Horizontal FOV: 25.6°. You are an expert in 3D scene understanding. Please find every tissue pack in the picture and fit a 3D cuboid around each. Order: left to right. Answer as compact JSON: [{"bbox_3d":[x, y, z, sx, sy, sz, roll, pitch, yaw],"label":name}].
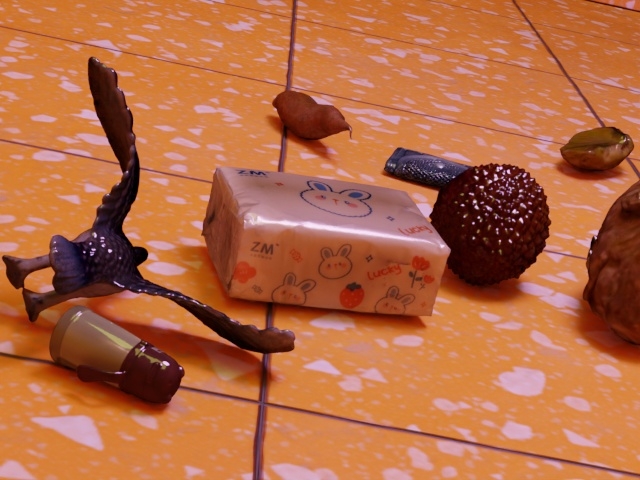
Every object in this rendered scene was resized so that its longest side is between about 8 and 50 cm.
[{"bbox_3d":[0.000,0.000,1.288,0.196,0.092,0.148,5,21,-18],"label":"tissue pack"}]

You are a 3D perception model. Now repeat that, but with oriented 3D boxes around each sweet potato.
[{"bbox_3d":[-0.008,-0.151,1.747,0.056,0.056,0.195,0,15,-32],"label":"sweet potato"}]

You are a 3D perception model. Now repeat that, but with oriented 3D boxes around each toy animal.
[{"bbox_3d":[-0.175,0.004,1.132,0.160,0.273,0.197,-22,-1,-32],"label":"toy animal"}]

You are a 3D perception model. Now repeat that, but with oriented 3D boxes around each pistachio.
[{"bbox_3d":[0.382,-0.119,1.922,0.089,0.049,0.173,-6,13,25],"label":"pistachio"}]

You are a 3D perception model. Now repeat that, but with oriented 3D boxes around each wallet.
[{"bbox_3d":[0.146,-0.085,1.711,0.129,0.026,0.088,15,19,8],"label":"wallet"}]

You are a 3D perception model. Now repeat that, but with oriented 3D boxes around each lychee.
[{"bbox_3d":[0.167,-0.013,1.403,0.123,0.129,0.123,15,-24,7],"label":"lychee"}]

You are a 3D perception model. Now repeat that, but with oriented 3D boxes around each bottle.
[{"bbox_3d":[-0.148,0.089,1.029,0.101,0.047,0.063,25,50,18],"label":"bottle"}]

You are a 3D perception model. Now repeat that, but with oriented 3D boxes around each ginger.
[{"bbox_3d":[0.361,0.001,1.418,0.321,0.172,0.165,-12,-8,-45],"label":"ginger"}]
